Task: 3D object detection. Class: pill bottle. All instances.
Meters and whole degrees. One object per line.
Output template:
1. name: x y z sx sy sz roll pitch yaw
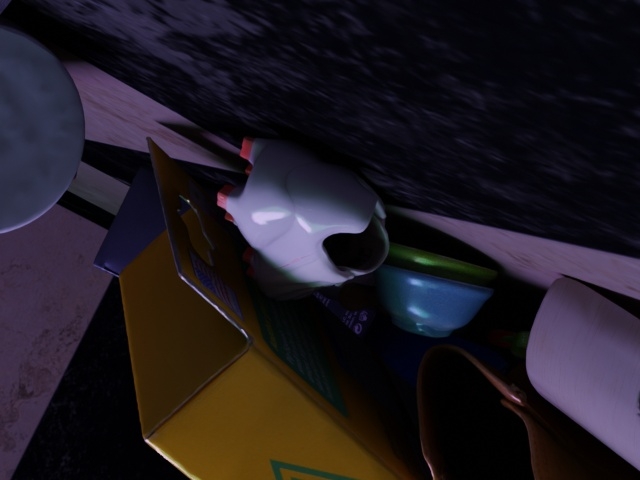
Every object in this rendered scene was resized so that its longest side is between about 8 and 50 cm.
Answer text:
1. pill bottle: -0.200 -0.063 0.779 0.121 0.121 0.221 29 174 -24

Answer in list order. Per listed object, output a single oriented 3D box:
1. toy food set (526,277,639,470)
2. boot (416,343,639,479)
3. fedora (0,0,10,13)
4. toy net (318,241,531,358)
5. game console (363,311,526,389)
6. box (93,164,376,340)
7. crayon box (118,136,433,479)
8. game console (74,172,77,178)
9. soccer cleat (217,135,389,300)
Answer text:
1. toy food set: 0.257 0.127 0.730 0.306 0.092 0.219 33 -177 -45
2. boot: 0.126 0.113 0.860 0.211 0.104 0.295 42 -167 -32
3. fedora: -0.163 -0.090 0.330 0.275 0.124 0.243 28 175 -14
4. toy net: 0.069 0.031 0.869 0.122 0.045 0.232 13 180 -11
5. game console: 0.080 0.139 1.199 0.293 0.250 0.173 17 142 59
6. box: -0.061 0.025 1.123 0.158 0.093 0.156 29 174 -38
7. crayon box: -0.009 0.103 0.860 0.323 0.083 0.203 45 -171 -24
8. game console: -0.413 -0.159 1.213 0.386 0.060 0.342 26 174 12
9. soccer cleat: 0.000 0.000 0.754 0.076 0.068 0.196 22 171 11
